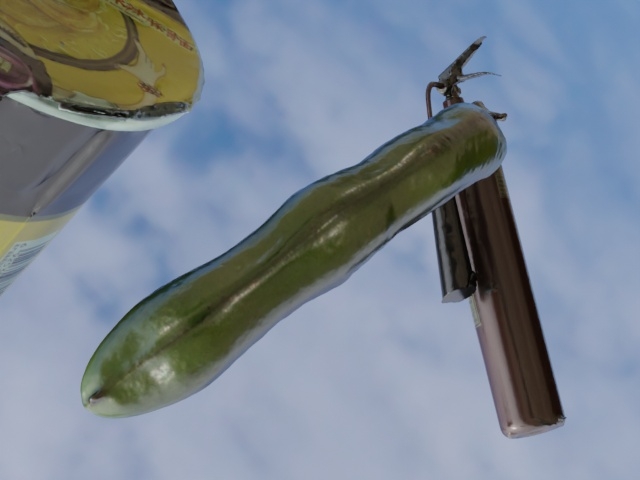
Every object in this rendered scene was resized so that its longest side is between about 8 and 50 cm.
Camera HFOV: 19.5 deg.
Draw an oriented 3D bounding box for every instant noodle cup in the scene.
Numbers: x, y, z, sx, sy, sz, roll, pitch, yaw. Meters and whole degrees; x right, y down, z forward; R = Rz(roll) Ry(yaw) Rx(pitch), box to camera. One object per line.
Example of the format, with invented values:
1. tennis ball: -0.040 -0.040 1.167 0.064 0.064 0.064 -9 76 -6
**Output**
1. instant noodle cup: -0.199 -0.044 0.876 0.215 0.236 0.215 30 -155 -16

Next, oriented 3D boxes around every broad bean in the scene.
1. broad bean: 0.003 -0.002 0.685 0.227 0.069 0.039 -34 -89 -38

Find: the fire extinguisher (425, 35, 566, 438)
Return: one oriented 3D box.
1. fire extinguisher: 0.066 0.000 0.806 0.049 0.035 0.173 -8 -103 -21
